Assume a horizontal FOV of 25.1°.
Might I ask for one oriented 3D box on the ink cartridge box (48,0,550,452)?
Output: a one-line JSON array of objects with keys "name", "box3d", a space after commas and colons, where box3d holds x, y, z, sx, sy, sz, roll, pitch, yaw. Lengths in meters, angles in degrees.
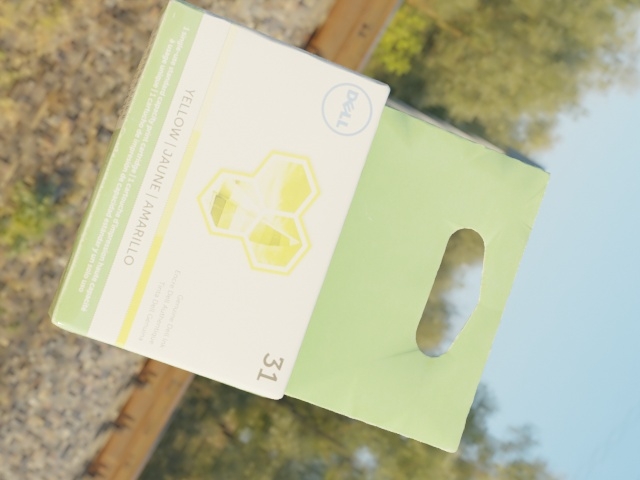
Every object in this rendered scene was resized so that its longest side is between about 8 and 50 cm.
[{"name": "ink cartridge box", "box3d": [0.000, 0.000, 0.735, 0.056, 0.235, 0.171, -176, -74, -76]}]
